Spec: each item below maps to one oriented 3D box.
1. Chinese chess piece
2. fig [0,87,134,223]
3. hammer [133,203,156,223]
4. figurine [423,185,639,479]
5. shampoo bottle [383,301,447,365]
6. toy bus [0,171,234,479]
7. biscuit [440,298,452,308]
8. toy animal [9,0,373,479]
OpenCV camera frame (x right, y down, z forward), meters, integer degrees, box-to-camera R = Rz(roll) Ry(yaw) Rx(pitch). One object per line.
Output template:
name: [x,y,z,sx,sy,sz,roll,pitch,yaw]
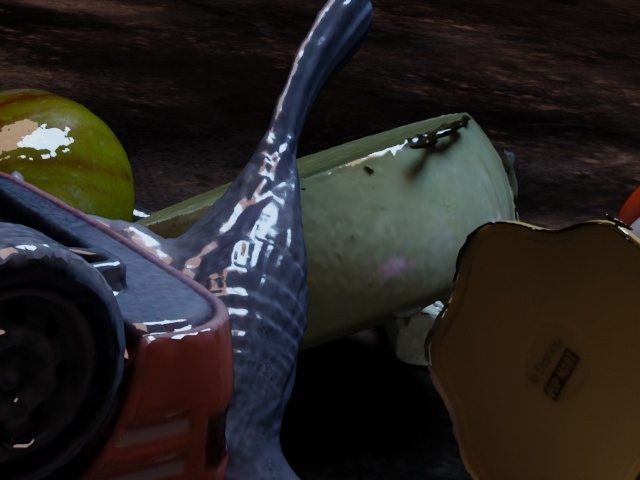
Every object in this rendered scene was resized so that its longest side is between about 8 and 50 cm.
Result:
Chinese chess piece: [0.000,0.000,0.969,0.237,0.092,0.238,-18,4,1]
fig: [-0.196,-0.030,0.985,0.148,0.142,0.186,12,-15,32]
hammer: [-0.131,-0.016,1.145,0.246,0.029,0.103,19,18,-3]
figurine: [0.203,0.052,0.918,0.208,0.181,0.257,-2,11,43]
shampoo bottle: [0.056,0.045,1.102,0.049,0.034,0.141,-1,16,-11]
toy bus: [-0.242,0.095,0.457,0.426,0.233,0.203,-7,23,-36]
biscuit: [0.154,0.038,1.179,0.172,0.029,0.254,5,16,-13]
toy animal: [-0.068,0.026,0.782,0.205,0.081,0.367,4,56,-7]
